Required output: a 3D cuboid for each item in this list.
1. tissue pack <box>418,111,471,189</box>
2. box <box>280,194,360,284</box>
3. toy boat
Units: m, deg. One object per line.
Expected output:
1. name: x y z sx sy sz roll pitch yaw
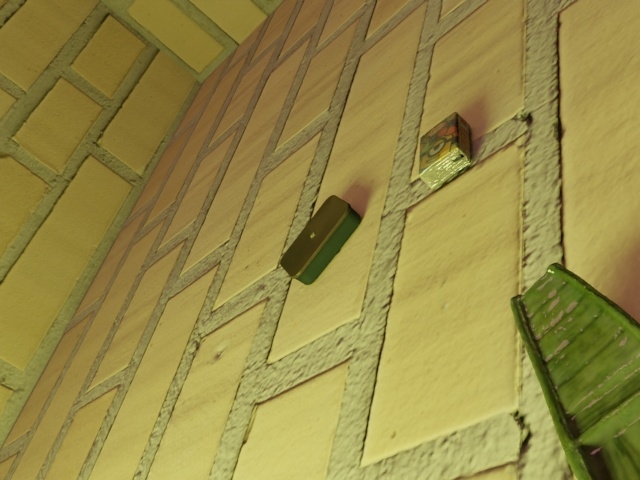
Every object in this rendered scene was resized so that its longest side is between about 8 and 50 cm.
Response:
1. tissue pack: 0.149 -0.108 0.884 0.063 0.035 0.083 -37 25 34
2. box: 0.000 0.000 1.015 0.126 0.031 0.091 -53 22 0
3. toy boat: 0.190 0.114 0.441 0.093 0.055 0.293 -45 24 19
